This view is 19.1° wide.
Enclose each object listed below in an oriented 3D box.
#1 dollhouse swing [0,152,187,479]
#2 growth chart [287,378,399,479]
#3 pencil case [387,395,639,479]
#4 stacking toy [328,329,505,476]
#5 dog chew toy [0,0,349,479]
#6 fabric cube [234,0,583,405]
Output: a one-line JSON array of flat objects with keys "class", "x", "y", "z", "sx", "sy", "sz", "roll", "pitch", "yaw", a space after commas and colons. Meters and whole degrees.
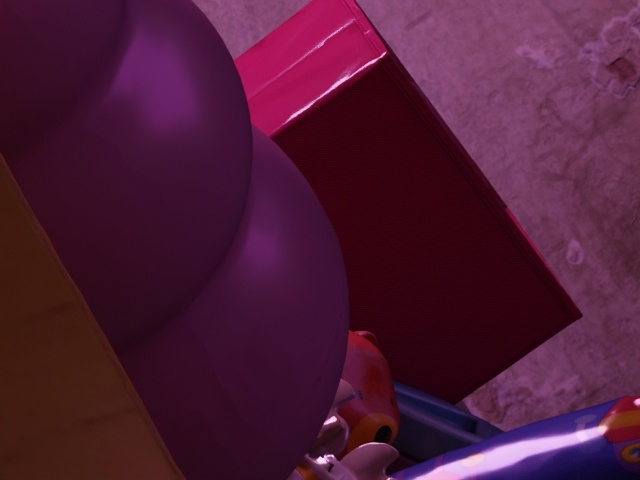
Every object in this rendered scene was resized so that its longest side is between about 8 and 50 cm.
[{"class": "dollhouse swing", "x": -0.204, "y": 0.062, "z": 0.444, "sx": 0.315, "sy": 0.305, "sz": 0.347, "roll": -11, "pitch": 56, "yaw": -37}, {"class": "growth chart", "x": -0.032, "y": 0.148, "z": 0.786, "sx": 0.021, "sy": 0.172, "sz": 0.237, "roll": 61, "pitch": -2, "yaw": -39}, {"class": "pencil case", "x": 0.064, "y": 0.158, "z": 0.840, "sx": 0.119, "sy": 0.306, "sz": 0.133, "roll": -99, "pitch": 165, "yaw": -48}, {"class": "stacking toy", "x": 0.088, "y": 0.151, "z": 1.181, "sx": 0.279, "sy": 0.130, "sz": 0.309, "roll": 26, "pitch": 4, "yaw": 24}, {"class": "dog chew toy", "x": -0.108, "y": -0.018, "z": 0.720, "sx": 0.206, "sy": 0.207, "sz": 0.332, "roll": 58, "pitch": -8, "yaw": 39}, {"class": "fabric cube", "x": 0.000, "y": 0.000, "z": 1.433, "sx": 0.254, "sy": 0.258, "sz": 0.259, "roll": 53, "pitch": 6, "yaw": -19}]
